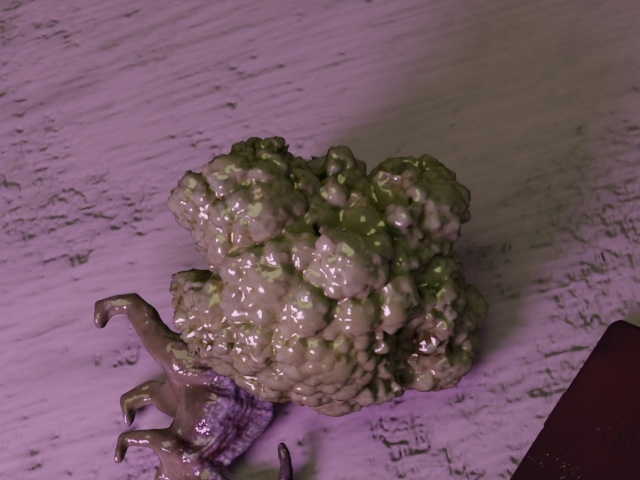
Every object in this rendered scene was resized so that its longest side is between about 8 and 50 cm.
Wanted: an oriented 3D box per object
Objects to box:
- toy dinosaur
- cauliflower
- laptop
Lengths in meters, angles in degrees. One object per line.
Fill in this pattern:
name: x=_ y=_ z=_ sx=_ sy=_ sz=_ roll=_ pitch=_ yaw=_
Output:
toy dinosaur: x=-0.116 y=0.154 z=1.560 sx=0.162 sy=0.077 sz=0.294 roll=-13 pitch=73 yaw=5
cauliflower: x=0.012 y=0.005 z=1.484 sx=0.260 sy=0.327 sz=0.281 roll=-24 pitch=44 yaw=40
laptop: x=0.267 y=0.177 z=1.441 sx=0.154 sy=0.026 sz=0.207 roll=23 pitch=70 yaw=38
